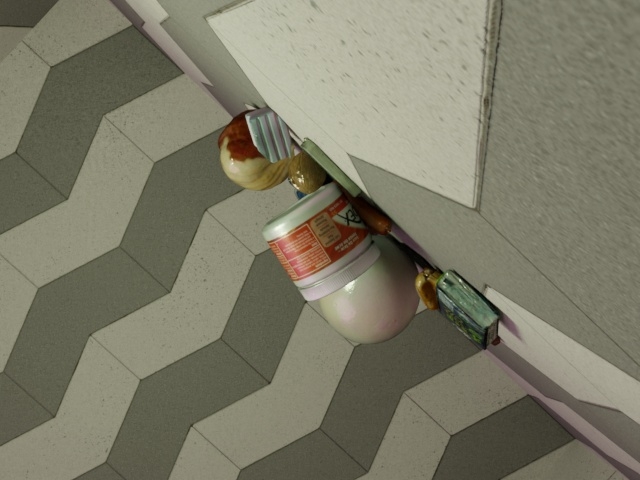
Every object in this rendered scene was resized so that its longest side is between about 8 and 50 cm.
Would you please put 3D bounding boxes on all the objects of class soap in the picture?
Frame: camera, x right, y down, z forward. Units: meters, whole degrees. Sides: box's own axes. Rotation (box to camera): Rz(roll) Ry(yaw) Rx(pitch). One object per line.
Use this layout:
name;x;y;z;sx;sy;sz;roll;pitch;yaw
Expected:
soap;-0.138;-0.292;1.807;0.056;0.100;0.149;-127;17;-54

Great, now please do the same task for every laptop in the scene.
laptop;0.335;0.086;2.023;0.197;0.016;0.135;41;180;-34

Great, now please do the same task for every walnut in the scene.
walnut;-0.033;-0.186;1.772;0.105;0.105;0.125;42;-137;-78

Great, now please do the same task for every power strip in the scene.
power strip;0.031;-0.183;1.707;0.227;0.029;0.080;42;180;-20

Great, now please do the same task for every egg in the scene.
egg;0.167;0.134;2.184;0.354;0.354;0.340;43;158;21

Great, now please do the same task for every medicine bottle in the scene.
medicine bottle;0.000;0.000;1.786;0.241;0.252;0.252;58;178;-9

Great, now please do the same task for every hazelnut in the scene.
hazelnut;-0.193;-0.279;2.039;0.261;0.241;0.261;-18;-90;-71

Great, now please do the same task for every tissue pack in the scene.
tissue pack;0.375;0.181;1.667;0.173;0.073;0.235;44;174;25

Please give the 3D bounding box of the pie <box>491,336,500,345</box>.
pie;0.548;0.301;2.218;0.154;0.036;0.154;43;180;0

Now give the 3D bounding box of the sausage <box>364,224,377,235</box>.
sausage;0.131;-0.063;1.935;0.076;0.076;0.141;43;-178;-39

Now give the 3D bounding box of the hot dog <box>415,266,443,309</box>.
hot dog;0.337;0.141;1.936;0.249;0.102;0.076;49;-153;-57

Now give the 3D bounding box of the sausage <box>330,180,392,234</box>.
sausage;0.108;-0.096;1.860;0.053;0.053;0.348;43;180;-38

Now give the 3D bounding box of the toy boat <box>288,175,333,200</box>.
toy boat;-0.030;-0.174;2.132;0.142;0.129;0.309;31;177;19
